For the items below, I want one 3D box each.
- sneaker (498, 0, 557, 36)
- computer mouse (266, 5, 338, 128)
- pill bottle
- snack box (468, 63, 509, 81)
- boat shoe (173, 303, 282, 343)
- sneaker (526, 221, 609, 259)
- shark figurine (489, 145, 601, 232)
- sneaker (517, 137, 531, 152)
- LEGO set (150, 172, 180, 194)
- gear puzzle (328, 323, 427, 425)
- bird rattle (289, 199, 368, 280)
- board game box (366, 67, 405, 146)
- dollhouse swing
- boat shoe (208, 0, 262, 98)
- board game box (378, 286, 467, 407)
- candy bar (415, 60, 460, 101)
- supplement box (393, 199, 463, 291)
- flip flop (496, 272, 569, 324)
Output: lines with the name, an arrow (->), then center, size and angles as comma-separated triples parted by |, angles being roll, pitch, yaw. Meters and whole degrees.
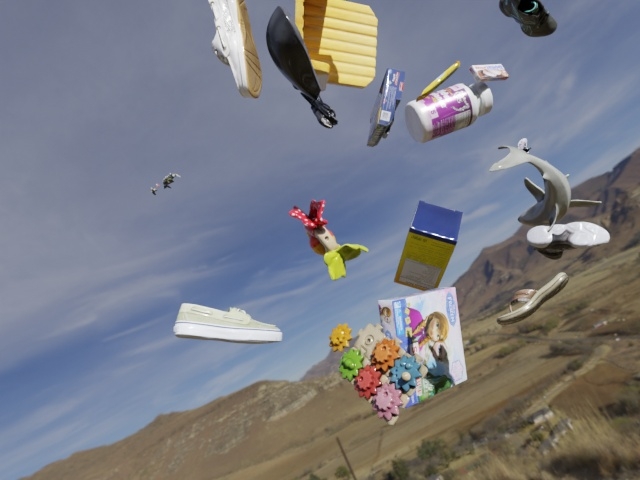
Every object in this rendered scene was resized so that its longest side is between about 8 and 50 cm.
sneaker -> 0.795, -0.842, 1.524 | 0.268, 0.106, 0.101 | 15, -68, -20
computer mouse -> -0.056, -0.386, 0.927 | 0.072, 0.188, 0.272 | -29, -40, 3
pill bottle -> 0.495, -0.502, 1.567 | 0.302, 0.169, 0.169 | -22, -18, -4
snack box -> 0.631, -0.625, 1.514 | 0.178, 0.064, 0.022 | -17, -18, -31
boat shoe -> -0.249, 0.235, 1.137 | 0.303, 0.094, 0.109 | 12, -21, -23
sneaker -> 0.956, 0.006, 1.570 | 0.269, 0.101, 0.153 | 0, -26, 37
shark figurine -> 0.451, -0.081, 0.815 | 0.166, 0.116, 0.278 | 9, -24, 42
sneaker -> 0.797, -0.360, 1.581 | 0.098, 0.038, 0.069 | -61, 14, -7
LEGO set -> -0.407, -0.152, 1.057 | 0.083, 0.023, 0.054 | -32, -15, -38
gear puzzle -> 0.118, 0.303, 1.062 | 0.044, 0.339, 0.175 | 35, -92, -34
bird rattle -> 0.000, 0.000, 1.207 | 0.143, 0.253, 0.207 | -47, 2, -13
board game box -> 0.199, -0.399, 1.281 | 0.060, 0.194, 0.194 | 12, -13, -3
dollhouse swing -> 0.065, -0.709, 1.370 | 0.305, 0.346, 0.315 | 2, 4, -4
boat shoe -> -0.210, -0.460, 0.968 | 0.096, 0.276, 0.098 | -13, -8, 12
board game box -> 0.333, 0.325, 1.295 | 0.318, 0.318, 0.066 | -5, -3, -38
candy bar -> 0.333, -0.449, 1.148 | 0.161, 0.018, 0.040 | -42, -7, -4
supplement box -> 0.466, 0.036, 1.776 | 0.356, 0.194, 0.195 | 96, -163, -45
flip flop -> 0.717, 0.195, 1.393 | 0.277, 0.080, 0.112 | -42, -34, 9
